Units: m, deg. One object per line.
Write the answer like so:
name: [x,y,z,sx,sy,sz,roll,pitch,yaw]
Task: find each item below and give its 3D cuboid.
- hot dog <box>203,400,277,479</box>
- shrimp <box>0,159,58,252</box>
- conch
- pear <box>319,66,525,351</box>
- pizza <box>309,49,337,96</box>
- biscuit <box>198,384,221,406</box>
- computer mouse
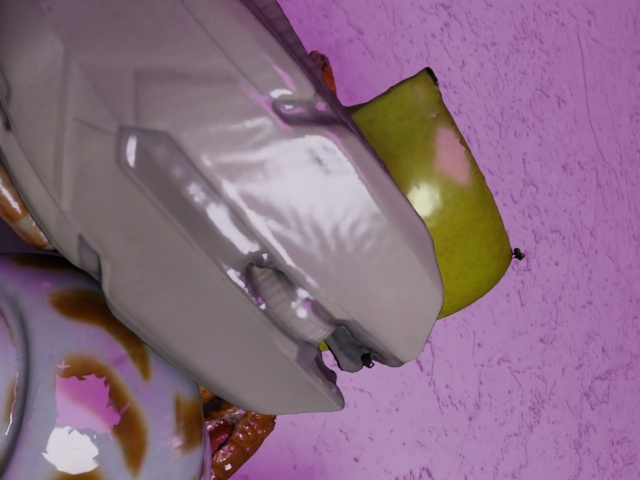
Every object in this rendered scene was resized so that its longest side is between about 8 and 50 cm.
hot dog: [-0.139,0.239,0.825,0.289,0.068,0.083,-39,156,-42]
shrimp: [-0.297,-0.107,0.664,0.058,0.169,0.296,-37,86,-13]
conch: [-0.228,0.132,0.639,0.368,0.197,0.249,22,77,-20]
pear: [0.000,0.000,0.808,0.238,0.318,0.342,63,3,-4]
pizza: [-0.014,-0.092,1.009,0.134,0.056,0.271,-15,102,-50]
biscuit: [-0.200,0.195,0.803,0.292,0.026,0.048,-28,89,-46]
computer mouse: [-0.091,-0.054,0.576,0.429,0.228,0.145,53,13,-9]
